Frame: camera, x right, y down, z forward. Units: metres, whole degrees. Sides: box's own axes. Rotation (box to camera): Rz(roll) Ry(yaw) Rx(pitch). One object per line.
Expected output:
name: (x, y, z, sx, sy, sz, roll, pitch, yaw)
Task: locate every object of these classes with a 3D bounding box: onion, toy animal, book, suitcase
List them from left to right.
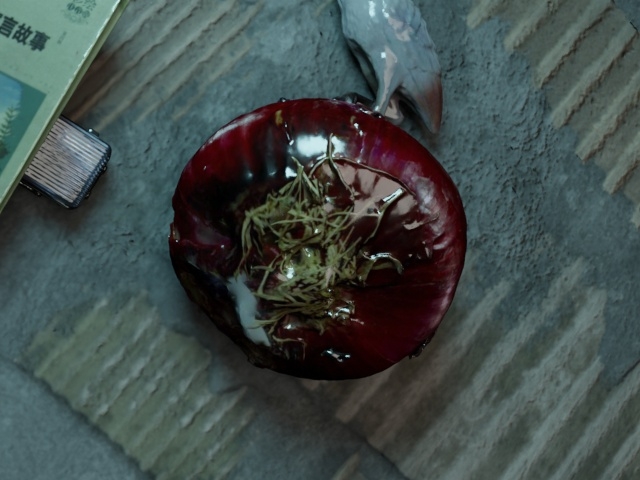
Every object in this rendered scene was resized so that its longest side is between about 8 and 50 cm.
book: (-0.335, -0.167, 0.870, 0.214, 0.025, 0.283, 26, 82, 7)
suitcase: (-0.279, -0.091, 0.919, 0.126, 0.059, 0.086, 33, 82, -19)
onion: (0.000, 0.000, 0.945, 0.313, 0.232, 0.314, 3, 114, 7)
toy animal: (0.063, -0.241, 1.029, 0.195, 0.090, 0.324, 9, 91, -21)
